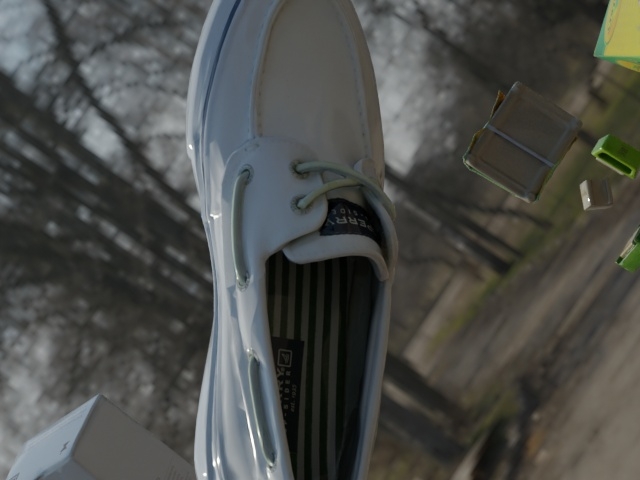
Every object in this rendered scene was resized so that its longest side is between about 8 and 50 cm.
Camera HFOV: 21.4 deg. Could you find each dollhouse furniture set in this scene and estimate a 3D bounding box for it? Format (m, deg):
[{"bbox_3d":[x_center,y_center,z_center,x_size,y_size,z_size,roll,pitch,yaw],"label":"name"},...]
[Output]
[{"bbox_3d":[0.176,-0.042,1.197,0.076,0.152,0.058,-57,-5,-14],"label":"dollhouse furniture set"}]

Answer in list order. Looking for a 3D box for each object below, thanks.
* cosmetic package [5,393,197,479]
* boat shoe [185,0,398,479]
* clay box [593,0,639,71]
[{"bbox_3d":[-0.153,0.247,1.478,0.117,0.231,0.085,-33,24,35],"label":"cosmetic package"},{"bbox_3d":[0.000,0.000,0.638,0.076,0.083,0.226,-3,88,60],"label":"boat shoe"},{"bbox_3d":[0.194,-0.145,0.843,0.222,0.053,0.127,-134,60,-82],"label":"clay box"}]
